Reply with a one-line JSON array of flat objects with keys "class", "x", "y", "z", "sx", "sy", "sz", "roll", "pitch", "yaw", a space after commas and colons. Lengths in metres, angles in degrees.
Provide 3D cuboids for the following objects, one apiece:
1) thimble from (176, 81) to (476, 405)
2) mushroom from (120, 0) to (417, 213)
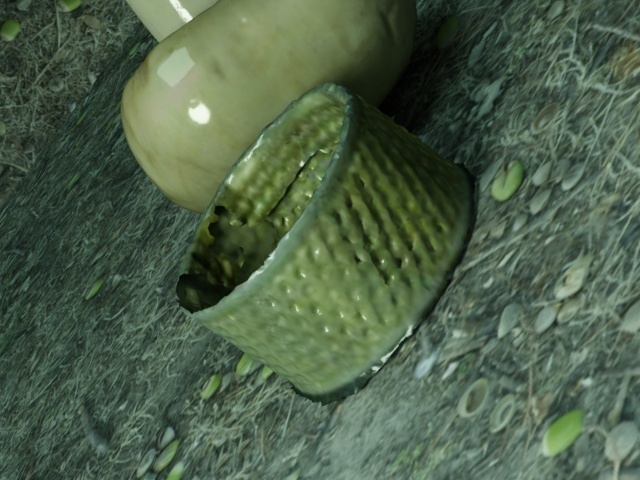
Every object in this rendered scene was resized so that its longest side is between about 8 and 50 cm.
[{"class": "thimble", "x": 0.000, "y": 0.000, "z": 1.369, "sx": 0.271, "sy": 0.150, "sz": 0.271, "roll": -46, "pitch": 22, "yaw": 25}, {"class": "mushroom", "x": -0.071, "y": -0.196, "z": 1.585, "sx": 0.353, "sy": 0.353, "sz": 0.325, "roll": -43, "pitch": 33, "yaw": 32}]
